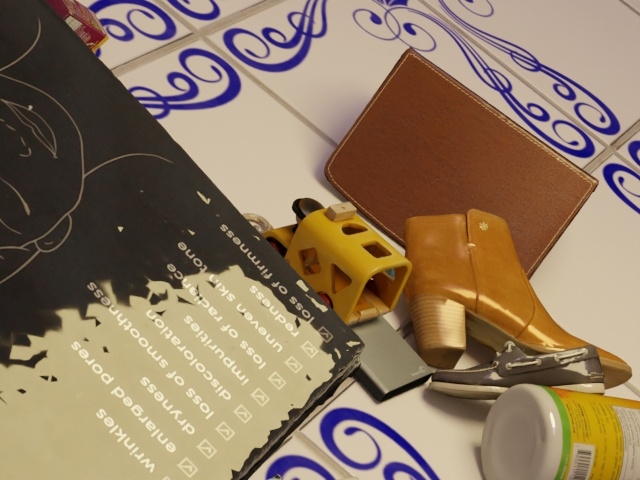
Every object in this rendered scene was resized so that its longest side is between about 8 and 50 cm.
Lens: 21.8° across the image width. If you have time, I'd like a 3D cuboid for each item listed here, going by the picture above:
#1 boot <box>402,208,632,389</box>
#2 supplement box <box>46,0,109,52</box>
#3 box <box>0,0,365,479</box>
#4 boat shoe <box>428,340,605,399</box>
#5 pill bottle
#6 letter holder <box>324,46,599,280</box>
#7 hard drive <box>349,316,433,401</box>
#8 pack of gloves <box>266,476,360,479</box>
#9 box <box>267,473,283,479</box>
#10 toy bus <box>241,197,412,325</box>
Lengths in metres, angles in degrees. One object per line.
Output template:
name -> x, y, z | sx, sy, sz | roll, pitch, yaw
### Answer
boot -> 0.242, 0.068, 2.045 | 0.295, 0.104, 0.211 | 11, 55, -16
supplement box -> -0.314, -0.274, 2.091 | 0.083, 0.043, 0.055 | 31, 22, -55
box -> -0.296, 0.088, 1.319 | 0.480, 0.297, 0.472 | 48, 33, 2
boat shoe -> 0.228, 0.152, 1.937 | 0.206, 0.075, 0.065 | 0, 78, -1
pill bottle -> 0.318, 0.244, 1.889 | 0.246, 0.136, 0.136 | 11, 40, -28
letter holder -> 0.180, -0.075, 2.189 | 0.302, 0.214, 0.152 | 36, 3, 5
hard drive -> 0.058, 0.124, 1.935 | 0.094, 0.022, 0.135 | -17, 58, -48
pack of gloves -> 0.053, 0.293, 1.630 | 0.195, 0.046, 0.232 | 48, 17, 25
box -> -0.061, 0.333, 1.566 | 0.159, 0.044, 0.233 | 44, 36, 15
toy bus -> 0.011, 0.006, 1.942 | 0.202, 0.104, 0.191 | 18, 31, -11
